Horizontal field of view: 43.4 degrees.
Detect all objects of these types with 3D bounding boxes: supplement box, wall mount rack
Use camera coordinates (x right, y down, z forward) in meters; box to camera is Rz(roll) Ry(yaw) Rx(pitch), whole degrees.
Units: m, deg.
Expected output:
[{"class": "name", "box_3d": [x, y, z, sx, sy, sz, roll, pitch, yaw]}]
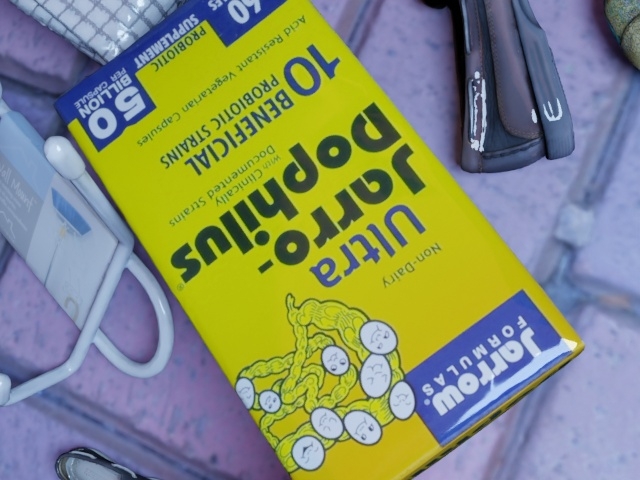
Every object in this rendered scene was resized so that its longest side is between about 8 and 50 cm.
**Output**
[{"class": "supplement box", "box_3d": [0.000, 0.000, 0.604, 0.194, 0.195, 0.357, -37, 73, 3]}, {"class": "wall mount rack", "box_3d": [-0.253, -0.038, 0.648, 0.350, 0.130, 0.304, 45, 128, 18]}]

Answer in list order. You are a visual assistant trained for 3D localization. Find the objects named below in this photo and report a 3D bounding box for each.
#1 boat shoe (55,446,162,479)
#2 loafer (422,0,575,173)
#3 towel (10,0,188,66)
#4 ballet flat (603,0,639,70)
[{"class": "boat shoe", "box_3d": [-0.168, 0.212, 0.678, 0.125, 0.038, 0.046, 27, 85, 17]}, {"class": "loafer", "box_3d": [0.123, -0.201, 0.670, 0.095, 0.109, 0.303, -18, 77, 13]}, {"class": "towel", "box_3d": [-0.221, -0.315, 0.744, 0.283, 0.121, 0.235, 38, 90, 0]}, {"class": "ballet flat", "box_3d": [0.381, -0.249, 0.619, 0.348, 0.123, 0.123, -28, 73, 6]}]
